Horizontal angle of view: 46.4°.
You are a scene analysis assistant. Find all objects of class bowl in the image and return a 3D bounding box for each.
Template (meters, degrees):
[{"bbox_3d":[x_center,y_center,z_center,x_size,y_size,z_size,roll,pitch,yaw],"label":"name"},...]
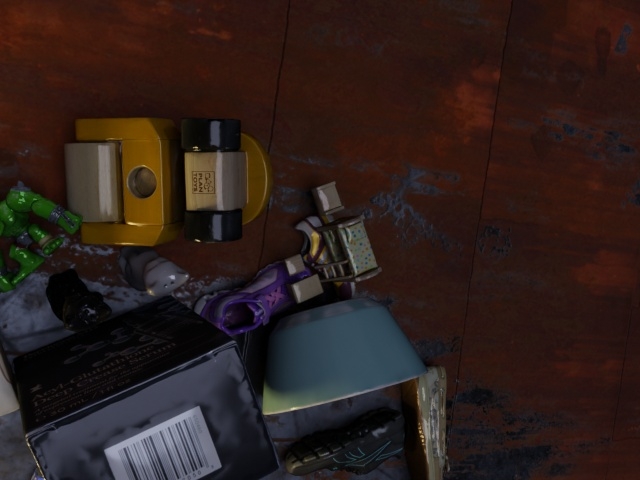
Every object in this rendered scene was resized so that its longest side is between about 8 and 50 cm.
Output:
[{"bbox_3d":[0.026,0.203,1.371,0.312,0.311,0.163,-11,80,-23],"label":"bowl"}]

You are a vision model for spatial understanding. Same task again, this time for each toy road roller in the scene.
[{"bbox_3d":[-0.243,-0.104,1.271,0.330,0.240,0.202,1,97,13],"label":"toy road roller"}]

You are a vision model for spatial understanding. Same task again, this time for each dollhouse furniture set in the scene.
[{"bbox_3d":[0.000,0.000,1.348,0.161,0.101,0.181,-23,97,-25],"label":"dollhouse furniture set"}]

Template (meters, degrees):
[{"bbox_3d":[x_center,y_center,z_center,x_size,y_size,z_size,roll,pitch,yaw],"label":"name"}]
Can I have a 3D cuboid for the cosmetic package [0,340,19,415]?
[{"bbox_3d":[-0.568,0.119,1.144,0.113,0.160,0.309,-20,105,-21],"label":"cosmetic package"}]

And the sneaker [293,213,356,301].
[{"bbox_3d":[0.005,0.041,1.445,0.084,0.069,0.185,-21,96,-19],"label":"sneaker"}]

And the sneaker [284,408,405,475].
[{"bbox_3d":[0.059,0.429,1.495,0.267,0.101,0.106,-14,104,-22],"label":"sneaker"}]

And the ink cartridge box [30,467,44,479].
[{"bbox_3d":[-0.423,0.483,1.313,0.207,0.046,0.097,28,84,-24],"label":"ink cartridge box"}]

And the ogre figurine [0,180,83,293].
[{"bbox_3d":[-0.484,-0.009,1.194,0.118,0.197,0.097,48,39,-8],"label":"ogre figurine"}]

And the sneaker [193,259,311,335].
[{"bbox_3d":[-0.112,0.114,1.379,0.236,0.104,0.095,-25,104,-21],"label":"sneaker"}]

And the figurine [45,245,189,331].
[{"bbox_3d":[-0.329,0.078,1.218,0.215,0.209,0.092,-25,106,-20],"label":"figurine"}]

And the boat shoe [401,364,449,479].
[{"bbox_3d":[0.234,0.405,1.567,0.089,0.104,0.285,-8,99,-20],"label":"boat shoe"}]

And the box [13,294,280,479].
[{"bbox_3d":[-0.286,0.261,1.156,0.294,0.395,0.212,-23,104,-21],"label":"box"}]
